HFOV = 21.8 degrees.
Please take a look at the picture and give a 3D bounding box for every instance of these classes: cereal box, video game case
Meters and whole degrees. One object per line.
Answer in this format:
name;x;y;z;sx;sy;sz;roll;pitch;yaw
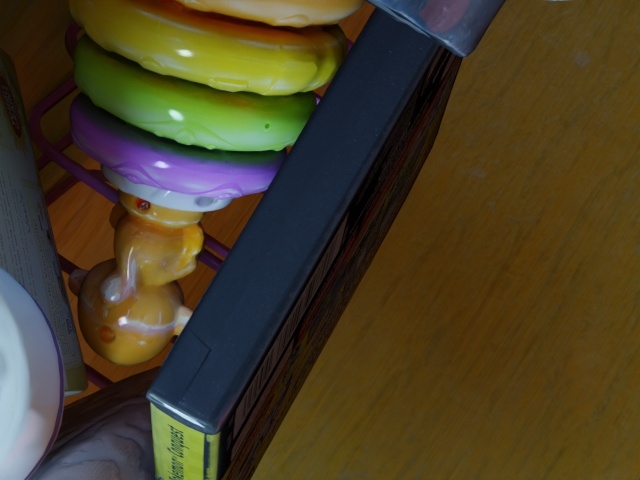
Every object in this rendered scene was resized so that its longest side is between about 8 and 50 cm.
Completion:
cereal box;-0.156;-0.014;0.692;0.047;0.173;0.240;-13;174;2
video game case;0.000;0.000;0.788;0.275;0.035;0.248;-60;173;-21

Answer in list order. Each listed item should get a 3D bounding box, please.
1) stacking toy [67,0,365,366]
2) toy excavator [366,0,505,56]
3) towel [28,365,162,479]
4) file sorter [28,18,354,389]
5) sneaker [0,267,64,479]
stacking toy;-0.057;-0.076;0.770;0.166;0.175;0.302;-46;154;-67
toy excavator;-0.004;-0.198;0.342;0.222;0.433;0.445;-57;-156;6
towel;-0.221;0.172;0.843;0.317;0.053;0.332;-25;-174;15
file sorter;-0.076;-0.059;1.049;0.290;0.182;0.202;-59;176;37
sneaker;-0.173;0.059;0.502;0.282;0.102;0.161;-14;171;23
